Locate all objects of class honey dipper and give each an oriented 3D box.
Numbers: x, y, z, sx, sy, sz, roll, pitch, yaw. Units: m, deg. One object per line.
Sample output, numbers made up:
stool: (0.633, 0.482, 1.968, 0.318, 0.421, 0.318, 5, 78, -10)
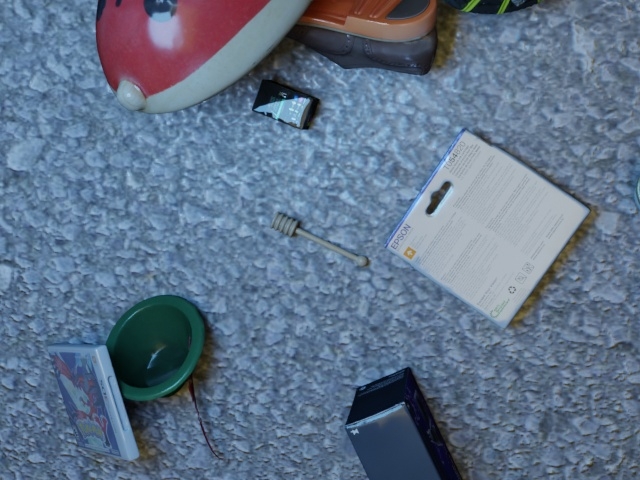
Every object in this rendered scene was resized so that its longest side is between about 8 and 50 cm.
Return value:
honey dipper: (0.000, 0.000, 1.467, 0.160, 0.030, 0.030, 24, 102, 2)

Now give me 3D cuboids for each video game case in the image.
video game case: (-0.365, 0.253, 1.506, 0.201, 0.023, 0.183, -7, 100, 53)

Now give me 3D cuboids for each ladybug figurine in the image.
ladybug figurine: (-0.152, -0.362, 1.258, 0.305, 0.162, 0.449, 8, 60, 32)

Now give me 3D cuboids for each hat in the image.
hat: (-0.239, 0.221, 1.545, 0.173, 0.183, 0.208, 2, 59, 21)

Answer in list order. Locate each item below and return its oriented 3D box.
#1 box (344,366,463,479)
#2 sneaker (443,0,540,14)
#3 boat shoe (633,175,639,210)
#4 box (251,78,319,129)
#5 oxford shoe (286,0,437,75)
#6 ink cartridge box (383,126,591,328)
box: (0.141, 0.346, 1.419, 0.103, 0.184, 0.261, -24, 95, 13)
sneaker: (0.307, -0.436, 1.278, 0.384, 0.145, 0.147, -26, 60, -5)
boat shoe: (0.573, -0.010, 1.329, 0.302, 0.103, 0.113, 32, 98, 4)
box: (-0.052, -0.204, 1.424, 0.083, 0.062, 0.052, 21, 101, 5)
oxford shoe: (-0.006, -0.311, 1.368, 0.363, 0.133, 0.130, 19, 58, 24)
ink cartridge box: (0.246, -0.019, 1.413, 0.224, 0.045, 0.223, 35, 102, 4)
